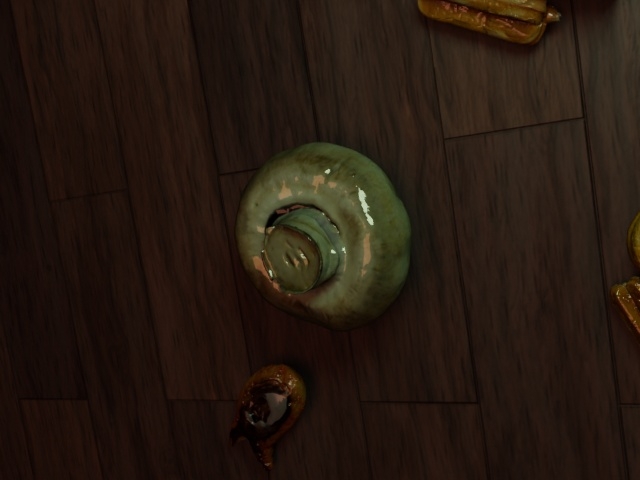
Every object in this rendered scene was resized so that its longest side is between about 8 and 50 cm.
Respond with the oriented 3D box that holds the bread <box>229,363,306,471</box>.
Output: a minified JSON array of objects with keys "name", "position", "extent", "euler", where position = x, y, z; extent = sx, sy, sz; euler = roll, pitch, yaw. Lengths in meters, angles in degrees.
[{"name":"bread","position":[-0.112,0.364,1.611],"extent":[0.139,0.095,0.269],"euler":[36,127,19]}]

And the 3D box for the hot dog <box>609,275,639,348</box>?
[{"name":"hot dog","position":[0.546,0.139,1.256],"extent":[0.071,0.045,0.165],"euler":[-33,84,26]}]

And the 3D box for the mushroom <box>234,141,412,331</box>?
[{"name":"mushroom","position":[0.000,0.000,1.384],"extent":[0.352,0.260,0.353],"euler":[9,107,29]}]

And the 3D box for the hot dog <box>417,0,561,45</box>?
[{"name":"hot dog","position":[0.282,-0.396,1.273],"extent":[0.249,0.076,0.102],"euler":[21,145,23]}]

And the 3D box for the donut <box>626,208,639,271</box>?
[{"name":"donut","position":[0.583,0.010,1.197],"extent":[0.190,0.074,0.174],"euler":[40,114,14]}]
